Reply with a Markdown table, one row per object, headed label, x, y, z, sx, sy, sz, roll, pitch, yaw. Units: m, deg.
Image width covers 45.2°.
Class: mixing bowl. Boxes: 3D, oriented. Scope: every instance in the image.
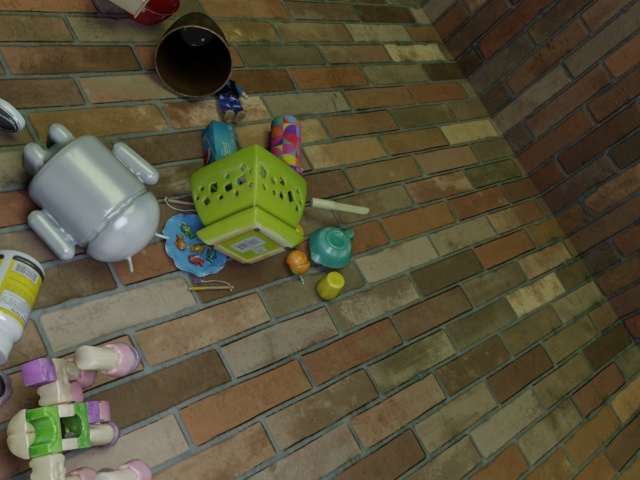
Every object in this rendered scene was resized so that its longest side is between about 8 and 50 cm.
| label | x | y | z | sx | sy | sz | roll | pitch | yaw |
| --- | --- | --- | --- | --- | --- | --- | --- | --- | --- |
| mixing bowl | -0.510 | -0.695 | 2.236 | 0.181 | 0.098 | 0.182 | 23 | 47 | -27 |

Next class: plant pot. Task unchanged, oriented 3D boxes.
| label | x | y | z | sx | sy | sz | roll | pitch | yaw |
| --- | --- | --- | --- | --- | --- | --- | --- | --- | --- |
| plant pot | -0.360 | -0.562 | 2.217 | 0.215 | 0.215 | 0.230 | 27 | 31 | -25 |
| plant pot | -0.180 | -0.075 | 1.947 | 0.227 | 0.228 | 0.207 | 33 | 46 | -48 |

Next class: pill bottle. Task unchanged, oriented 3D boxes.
| label | x | y | z | sx | sy | sz | roll | pitch | yaw |
| --- | --- | --- | --- | --- | --- | --- | --- | --- | --- |
| pill bottle | -0.627 | 0.131 | 1.499 | 0.119 | 0.119 | 0.209 | 28 | 45 | -24 |

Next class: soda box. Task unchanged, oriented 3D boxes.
| label | x | y | z | sx | sy | sz | roll | pitch | yaw |
| --- | --- | --- | --- | --- | --- | --- | --- | --- | --- |
| soda box | -0.276 | -0.226 | 2.122 | 0.071 | 0.067 | 0.210 | 14 | 52 | -34 |

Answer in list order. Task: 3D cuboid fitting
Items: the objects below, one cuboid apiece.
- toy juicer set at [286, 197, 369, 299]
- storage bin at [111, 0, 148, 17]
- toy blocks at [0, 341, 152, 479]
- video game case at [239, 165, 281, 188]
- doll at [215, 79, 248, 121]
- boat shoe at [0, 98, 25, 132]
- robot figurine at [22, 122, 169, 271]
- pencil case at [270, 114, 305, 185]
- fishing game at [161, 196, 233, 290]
| label | x | y | z | sx | sy | sz | roll | pitch | yaw |
| --- | --- | --- | --- | --- | --- | --- | --- | --- | --- |
| toy juicer set | 0.000 | 0.000 | 2.198 | 0.209 | 0.089 | 0.329 | 26 | 53 | -8 |
| storage bin | -0.467 | -0.786 | 2.073 | 0.123 | 0.260 | 0.262 | 30 | 45 | -27 |
| toy blocks | -0.464 | 0.354 | 1.447 | 0.260 | 0.308 | 0.289 | 31 | 46 | -71 |
| video game case | -0.179 | -0.183 | 2.177 | 0.122 | 0.087 | 0.011 | 39 | -3 | -13 |
| doll | -0.272 | -0.437 | 2.299 | 0.129 | 0.046 | 0.189 | 1 | 53 | -31 |
| boat shoe | -0.780 | -0.299 | 1.716 | 0.228 | 0.080 | 0.076 | 34 | 49 | -17 |
| robot figurine | -0.502 | -0.094 | 1.716 | 0.353 | 0.200 | 0.300 | 46 | 68 | -5 |
| pencil case | -0.099 | -0.262 | 2.285 | 0.104 | 0.104 | 0.236 | 19 | 50 | -31 |
| fishing game | -0.313 | 0.005 | 1.939 | 0.189 | 0.041 | 0.264 | 7 | 56 | -42 |
